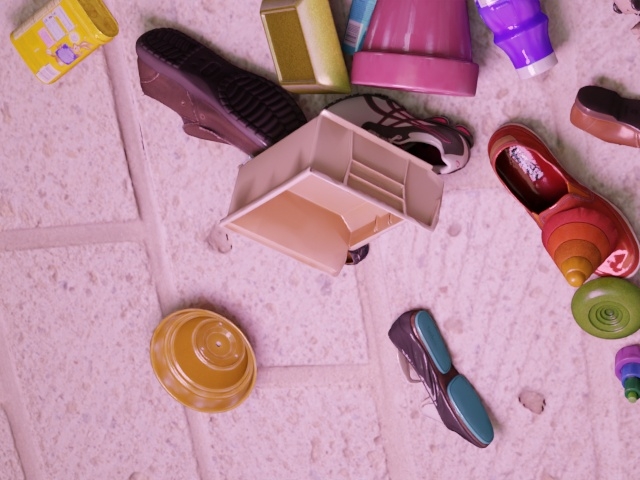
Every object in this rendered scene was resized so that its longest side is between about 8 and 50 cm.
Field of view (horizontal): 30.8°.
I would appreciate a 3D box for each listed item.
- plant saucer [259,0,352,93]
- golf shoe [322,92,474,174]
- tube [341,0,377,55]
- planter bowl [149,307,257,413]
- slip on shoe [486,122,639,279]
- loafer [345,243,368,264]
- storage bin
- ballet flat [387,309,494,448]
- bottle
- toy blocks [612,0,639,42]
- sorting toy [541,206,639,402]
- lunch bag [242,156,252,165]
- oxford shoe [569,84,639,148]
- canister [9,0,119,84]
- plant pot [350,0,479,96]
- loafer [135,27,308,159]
[{"bbox_3d":[-0.036,-0.326,1.919,0.188,0.045,0.188,11,120,59],"label":"plant saucer"},{"bbox_3d":[0.117,-0.176,1.945,0.273,0.120,0.105,13,114,15],"label":"golf shoe"},{"bbox_3d":[0.086,-0.404,1.912,0.080,0.052,0.207,19,109,6],"label":"tube"},{"bbox_3d":[-0.209,0.213,2.214,0.217,0.090,0.217,6,111,16],"label":"planter bowl"},{"bbox_3d":[0.395,-0.054,1.906,0.331,0.101,0.123,47,115,-4],"label":"slip on shoe"},{"bbox_3d":[0.000,0.000,2.080,0.170,0.061,0.062,16,115,14],"label":"loafer"},{"bbox_3d":[0.021,-0.065,1.891,0.260,0.123,0.262,25,149,-27],"label":"storage bin"},{"bbox_3d":[0.211,0.256,2.095,0.096,0.095,0.280,-29,88,35],"label":"ballet flat"},{"bbox_3d":[0.283,-0.391,1.809,0.092,0.118,0.282,-22,102,24],"label":"bottle"},{"bbox_3d":[0.638,-0.362,1.674,0.260,0.309,0.288,-45,105,-6],"label":"toy blocks"},{"bbox_3d":[0.460,0.125,1.886,0.127,0.126,0.365,-16,120,26],"label":"sorting toy"},{"bbox_3d":[-0.091,-0.138,2.066,0.071,0.053,0.083,43,105,0],"label":"lunch bag"},{"bbox_3d":[0.500,-0.178,1.853,0.212,0.076,0.076,23,145,7],"label":"oxford shoe"},{"bbox_3d":[-0.464,-0.374,2.093,0.170,0.073,0.126,-31,97,27],"label":"canister"},{"bbox_3d":[0.156,-0.327,1.846,0.201,0.201,0.180,7,96,16],"label":"plant pot"},{"bbox_3d":[-0.170,-0.231,2.023,0.366,0.134,0.130,38,138,17],"label":"loafer"}]
